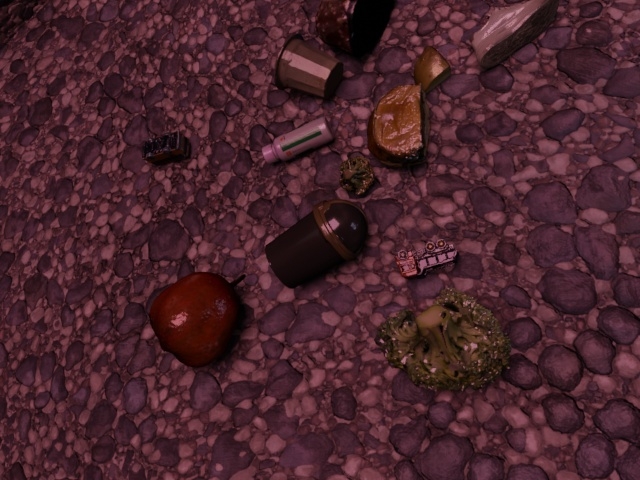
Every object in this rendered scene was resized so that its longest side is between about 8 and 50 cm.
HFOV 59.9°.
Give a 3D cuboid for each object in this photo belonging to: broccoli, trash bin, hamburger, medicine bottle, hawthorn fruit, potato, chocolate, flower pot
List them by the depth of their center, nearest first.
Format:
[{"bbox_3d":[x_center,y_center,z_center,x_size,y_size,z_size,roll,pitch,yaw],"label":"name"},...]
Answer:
[{"bbox_3d":[0.340,0.253,1.553,0.374,0.302,0.249,3,36,27],"label":"broccoli"},{"bbox_3d":[0.000,0.000,1.794,0.333,0.214,0.214,-31,65,13],"label":"trash bin"},{"bbox_3d":[-0.385,0.236,1.852,0.284,0.285,0.369,34,65,27],"label":"hawthorn fruit"},{"bbox_3d":[0.254,-0.376,1.859,0.211,0.132,0.309,-4,71,21],"label":"hamburger"},{"bbox_3d":[0.118,-0.222,1.870,0.130,0.120,0.131,36,113,20],"label":"broccoli"},{"bbox_3d":[0.360,-0.598,1.920,0.120,0.081,0.149,-38,64,4],"label":"potato"},{"bbox_3d":[-0.084,-0.356,2.006,0.259,0.095,0.095,-21,67,12],"label":"medicine bottle"},{"bbox_3d":[0.109,-0.843,2.026,0.210,0.225,0.340,21,78,33],"label":"chocolate"},{"bbox_3d":[-0.036,-0.615,2.032,0.202,0.212,0.213,29,85,13],"label":"flower pot"}]

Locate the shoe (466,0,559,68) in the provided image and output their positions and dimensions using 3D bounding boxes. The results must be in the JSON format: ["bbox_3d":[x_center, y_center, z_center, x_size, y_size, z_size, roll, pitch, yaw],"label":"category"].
[{"bbox_3d":[0.620,-0.721,1.841,0.316,0.124,0.159,-38,57,6],"label":"shoe"}]

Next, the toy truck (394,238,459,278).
[{"bbox_3d":[0.331,0.060,1.715,0.191,0.083,0.092,-17,73,15],"label":"toy truck"}]

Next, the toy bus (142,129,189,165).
[{"bbox_3d":[-0.610,-0.364,2.209,0.181,0.103,0.092,-11,69,24],"label":"toy bus"}]
